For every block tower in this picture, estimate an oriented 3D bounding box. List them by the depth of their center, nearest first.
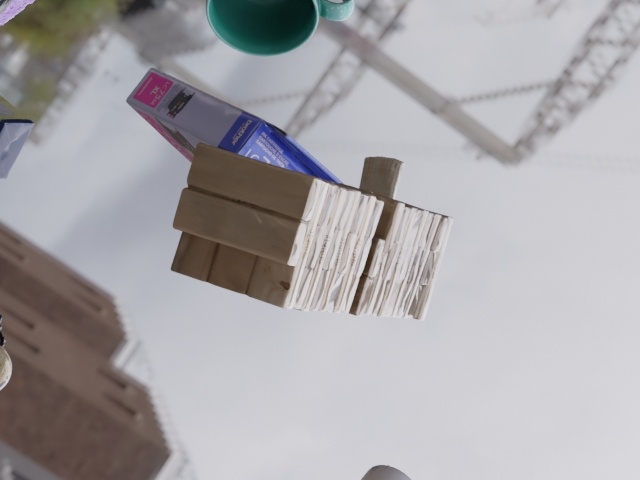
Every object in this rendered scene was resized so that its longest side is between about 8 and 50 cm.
[{"bbox_3d":[0.000,0.000,1.362,0.335,0.097,0.091,13,95,-69],"label":"block tower"}]

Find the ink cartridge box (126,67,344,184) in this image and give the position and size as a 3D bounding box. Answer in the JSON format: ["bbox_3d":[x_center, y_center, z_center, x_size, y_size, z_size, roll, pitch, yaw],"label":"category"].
[{"bbox_3d":[-0.080,-0.091,2.136,0.065,0.186,0.311,-54,-142,-9],"label":"ink cartridge box"}]

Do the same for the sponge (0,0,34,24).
[{"bbox_3d":[-0.356,-0.278,1.967,0.210,0.117,0.031,-36,154,0],"label":"sponge"}]

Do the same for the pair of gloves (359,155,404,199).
[{"bbox_3d":[0.029,-0.013,2.703,0.240,0.042,0.204,-7,-109,44],"label":"pair of gloves"}]

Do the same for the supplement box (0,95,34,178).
[{"bbox_3d":[-0.405,-0.130,2.241,0.056,0.083,0.083,-4,129,-60],"label":"supplement box"}]

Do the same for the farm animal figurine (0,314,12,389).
[{"bbox_3d":[-0.491,0.262,2.107,0.330,0.172,0.327,-41,-171,28],"label":"farm animal figurine"}]

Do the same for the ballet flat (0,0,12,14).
[{"bbox_3d":[-0.339,-0.177,1.634,0.173,0.049,0.057,-44,-178,-1],"label":"ballet flat"}]

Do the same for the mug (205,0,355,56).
[{"bbox_3d":[-0.054,-0.287,2.168,0.129,0.158,0.097,-44,-151,36],"label":"mug"}]

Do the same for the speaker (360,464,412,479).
[{"bbox_3d":[0.026,0.244,1.511,0.055,0.055,0.136,-39,-175,46],"label":"speaker"}]
